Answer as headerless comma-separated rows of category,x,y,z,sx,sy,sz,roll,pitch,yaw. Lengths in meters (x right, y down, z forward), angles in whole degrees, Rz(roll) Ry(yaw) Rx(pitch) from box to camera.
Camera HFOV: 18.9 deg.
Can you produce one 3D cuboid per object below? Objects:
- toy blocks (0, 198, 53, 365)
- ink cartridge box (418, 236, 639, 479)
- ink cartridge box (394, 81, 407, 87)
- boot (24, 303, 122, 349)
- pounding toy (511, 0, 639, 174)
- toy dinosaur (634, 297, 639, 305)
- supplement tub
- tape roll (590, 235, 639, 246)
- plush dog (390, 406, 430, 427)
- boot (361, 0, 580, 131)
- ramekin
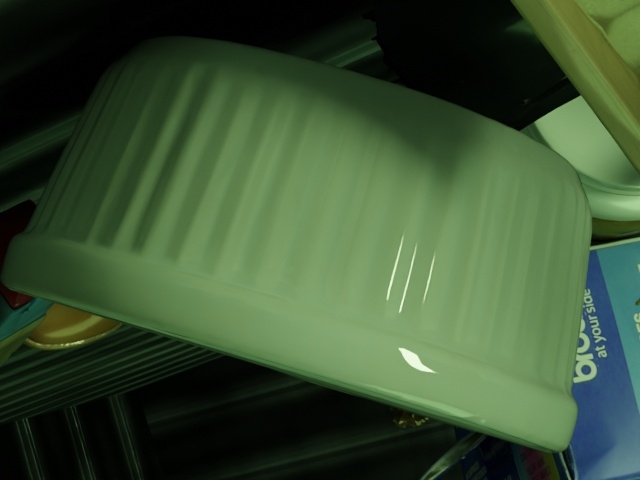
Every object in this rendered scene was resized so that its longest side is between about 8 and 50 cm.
toy blocks,-0.268,0.064,0.936,0.381,0.190,0.261,-32,173,-41
ink cartridge box,0.238,0.089,1.235,0.396,0.151,0.270,-9,165,-8
ink cartridge box,0.030,-0.006,1.302,0.087,0.153,0.208,-19,173,-8
boot,-0.129,0.009,1.357,0.197,0.073,0.152,-30,178,-13
pounding toy,0.157,-0.143,0.644,0.206,0.181,0.094,-22,-145,30
toy dinosaur,0.231,-0.065,0.946,0.064,0.112,0.211,24,-122,39
supplement tub,0.165,-0.077,1.086,0.144,0.144,0.199,-19,175,-1
tape roll,0.176,-0.035,1.391,0.219,0.072,0.219,-23,-156,11
plush dog,0.017,0.043,1.722,0.225,0.210,0.262,12,-165,41
boot,0.162,-0.124,0.863,0.207,0.094,0.246,-28,163,38
ramekin,0.000,0.000,0.882,0.273,0.127,0.273,17,176,1
